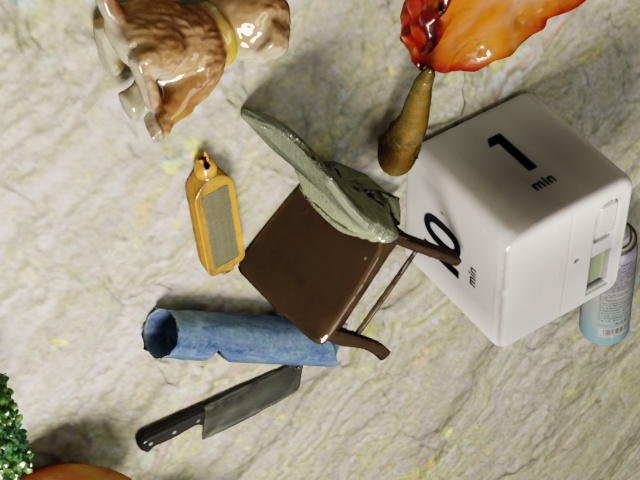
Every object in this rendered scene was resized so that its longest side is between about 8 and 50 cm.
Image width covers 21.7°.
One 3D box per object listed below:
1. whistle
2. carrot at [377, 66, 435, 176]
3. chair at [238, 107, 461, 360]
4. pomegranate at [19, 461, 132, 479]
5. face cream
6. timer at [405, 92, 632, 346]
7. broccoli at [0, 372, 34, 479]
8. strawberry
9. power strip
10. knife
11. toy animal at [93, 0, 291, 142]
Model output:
[{"bbox_3d":[-0.077,0.115,1.950,0.304,0.062,0.062,8,121,-48],"label":"whistle"},{"bbox_3d":[0.098,-0.131,1.815,0.049,0.049,0.254,-31,167,-17],"label":"carrot"},{"bbox_3d":[0.000,0.000,1.827,0.186,0.160,0.319,-52,146,9],"label":"chair"},{"bbox_3d":[-0.284,0.347,1.866,0.209,0.209,0.209,-26,141,-23],"label":"pomegranate"},{"bbox_3d":[0.404,0.049,2.339,0.075,0.075,0.229,-29,142,-20],"label":"face cream"},{"bbox_3d":[0.232,-0.026,1.990,0.194,0.195,0.192,-27,142,-23],"label":"timer"},{"bbox_3d":[-0.399,0.222,1.684,0.220,0.194,0.194,-51,152,-32],"label":"broccoli"},{"bbox_3d":[0.191,-0.325,1.705,0.336,0.149,0.265,-48,151,24],"label":"strawberry"},{"bbox_3d":[-0.115,-0.030,1.792,0.049,0.028,0.178,-29,143,-19],"label":"power strip"},{"bbox_3d":[-0.121,0.214,2.047,0.245,0.019,0.072,-22,141,-30],"label":"knife"},{"bbox_3d":[-0.116,-0.211,1.550,0.185,0.104,0.184,-28,135,-13],"label":"toy animal"}]
